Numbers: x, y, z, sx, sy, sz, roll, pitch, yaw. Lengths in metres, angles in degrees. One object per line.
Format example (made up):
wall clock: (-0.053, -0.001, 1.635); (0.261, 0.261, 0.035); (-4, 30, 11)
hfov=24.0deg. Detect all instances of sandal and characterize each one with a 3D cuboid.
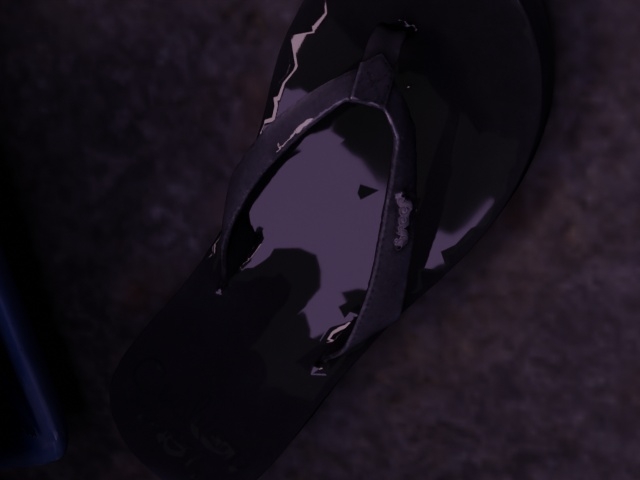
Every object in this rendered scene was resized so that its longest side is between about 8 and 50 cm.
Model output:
sandal: (0.000, 0.001, 0.537); (0.097, 0.054, 0.255); (33, 116, 8)

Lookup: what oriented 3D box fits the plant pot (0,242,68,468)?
plant pot: (-0.239, 0.041, 0.544); (0.235, 0.212, 0.236); (-7, 114, 23)
